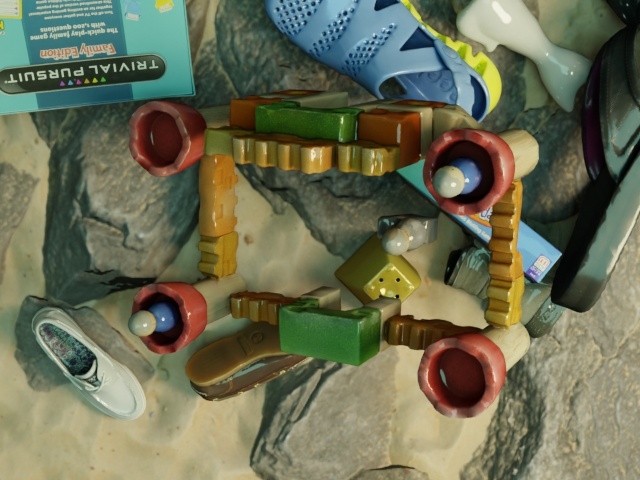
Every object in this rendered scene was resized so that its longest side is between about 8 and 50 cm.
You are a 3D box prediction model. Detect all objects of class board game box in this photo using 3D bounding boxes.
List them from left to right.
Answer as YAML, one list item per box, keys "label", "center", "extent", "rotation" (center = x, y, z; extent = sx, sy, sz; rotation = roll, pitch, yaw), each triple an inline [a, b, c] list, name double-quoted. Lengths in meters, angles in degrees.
- label: "board game box"
  center: [-0.280, -0.310, 1.251]
  extent: [0.253, 0.079, 0.336]
  rotation: [-7, 126, -7]
- label: "board game box"
  center: [0.187, -0.031, 1.366]
  extent: [0.210, 0.160, 0.047]
  rotation: [39, 93, 7]

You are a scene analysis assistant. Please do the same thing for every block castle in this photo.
- label: "block castle"
  center: [0.000, 0.000, 1.244]
  extent: [0.453, 0.213, 0.303]
  rotation: [9, 105, 29]

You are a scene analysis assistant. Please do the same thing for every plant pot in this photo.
- label: "plant pot"
  center: [0.078, 0.051, 1.438]
  extent: [0.081, 0.083, 0.081]
  rotation: [-44, 104, 3]

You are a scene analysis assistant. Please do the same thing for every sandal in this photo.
- label: "sandal"
  center: [0.077, -0.219, 1.343]
  extent: [0.317, 0.138, 0.126]
  rotation: [28, 125, -10]
- label: "sandal"
  center: [0.354, -0.135, 1.355]
  extent: [0.107, 0.167, 0.446]
  rotation: [23, 86, 1]

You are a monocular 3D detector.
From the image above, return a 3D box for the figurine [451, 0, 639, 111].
- label: "figurine"
  center: [0.296, -0.291, 1.404]
  extent: [0.209, 0.092, 0.215]
  rotation: [35, 95, -18]

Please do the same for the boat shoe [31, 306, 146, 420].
- label: "boat shoe"
  center: [-0.285, 0.158, 1.415]
  extent: [0.066, 0.063, 0.184]
  rotation: [-35, 104, 0]

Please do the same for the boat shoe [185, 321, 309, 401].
- label: "boat shoe"
  center: [-0.068, 0.141, 1.448]
  extent: [0.207, 0.073, 0.073]
  rotation: [-22, 141, 0]

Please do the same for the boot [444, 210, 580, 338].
- label: "boot"
  center: [0.279, -0.010, 1.462]
  extent: [0.161, 0.083, 0.246]
  rotation: [35, 91, -6]
